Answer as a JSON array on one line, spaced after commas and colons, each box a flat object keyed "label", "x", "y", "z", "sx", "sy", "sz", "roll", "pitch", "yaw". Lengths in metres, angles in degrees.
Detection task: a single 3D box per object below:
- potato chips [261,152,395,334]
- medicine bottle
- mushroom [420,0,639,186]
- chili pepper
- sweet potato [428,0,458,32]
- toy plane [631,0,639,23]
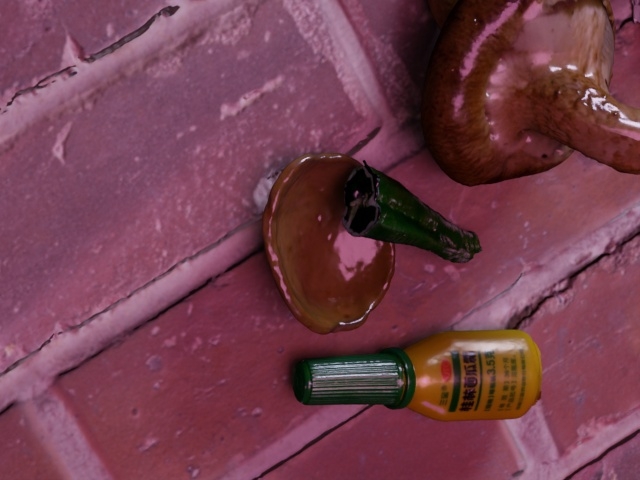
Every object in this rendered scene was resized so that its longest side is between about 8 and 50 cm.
[{"label": "potato chips", "x": 0.000, "y": 0.001, "z": 1.727, "sx": 0.208, "sy": 0.062, "sz": 0.195, "roll": 49, "pitch": 64, "yaw": -28}, {"label": "medicine bottle", "x": 0.116, "y": 0.163, "z": 1.807, "sx": 0.309, "sy": 0.076, "sz": 0.111, "roll": 0, "pitch": 95, "yaw": -20}, {"label": "mushroom", "x": 0.245, "y": -0.193, "z": 1.697, "sx": 0.267, "sy": 0.254, "sz": 0.267, "roll": 11, "pitch": 75, "yaw": -47}, {"label": "chili pepper", "x": 0.117, "y": -0.020, "z": 1.756, "sx": 0.227, "sy": 0.059, "sz": 0.088, "roll": 19, "pitch": 66, "yaw": -45}, {"label": "sweet potato", "x": 0.167, "y": -0.330, "z": 1.718, "sx": 0.068, "sy": 0.068, "sz": 0.226, "roll": 18, "pitch": 94, "yaw": -23}, {"label": "toy plane", "x": 0.458, "y": -0.244, "z": 1.842, "sx": 0.160, "sy": 0.082, "sz": 0.234, "roll": -1, "pitch": 103, "yaw": 7}]
